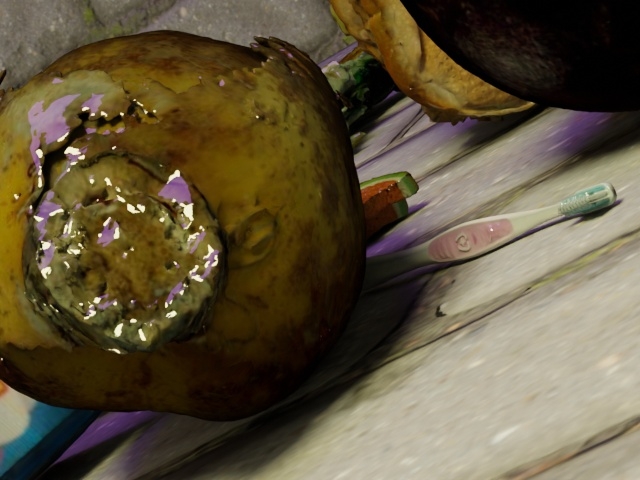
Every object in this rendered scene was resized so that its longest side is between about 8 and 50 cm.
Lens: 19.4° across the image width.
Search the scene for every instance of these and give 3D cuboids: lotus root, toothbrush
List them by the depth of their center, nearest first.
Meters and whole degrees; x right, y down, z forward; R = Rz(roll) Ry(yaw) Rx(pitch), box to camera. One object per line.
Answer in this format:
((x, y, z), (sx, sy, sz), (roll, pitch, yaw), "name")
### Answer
((-0.072, -0.009, 0.891), (0.195, 0.179, 0.397), (-12, 5, 2), "lotus root")
((0.072, 0.000, 0.911), (0.022, 0.017, 0.204), (-14, -4, -36), "toothbrush")

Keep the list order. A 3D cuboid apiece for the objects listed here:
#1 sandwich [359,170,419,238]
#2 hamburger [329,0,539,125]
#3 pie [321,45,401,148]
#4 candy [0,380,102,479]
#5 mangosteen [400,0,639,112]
((0.002, -0.001, 1.143), (0.135, 0.029, 0.067), (-30, 13, 7), "sandwich")
((0.118, -0.197, 1.254), (0.211, 0.260, 0.245), (-135, 60, -67), "hamburger")
((-0.038, -0.098, 1.746), (0.296, 0.078, 0.371), (-27, 8, 30), "pie")
((-0.264, 0.023, 0.969), (0.100, 0.306, 0.157), (-48, -2, 35), "candy")
((0.172, -0.187, 0.962), (0.275, 0.275, 0.302), (-28, -25, 27), "mangosteen")
